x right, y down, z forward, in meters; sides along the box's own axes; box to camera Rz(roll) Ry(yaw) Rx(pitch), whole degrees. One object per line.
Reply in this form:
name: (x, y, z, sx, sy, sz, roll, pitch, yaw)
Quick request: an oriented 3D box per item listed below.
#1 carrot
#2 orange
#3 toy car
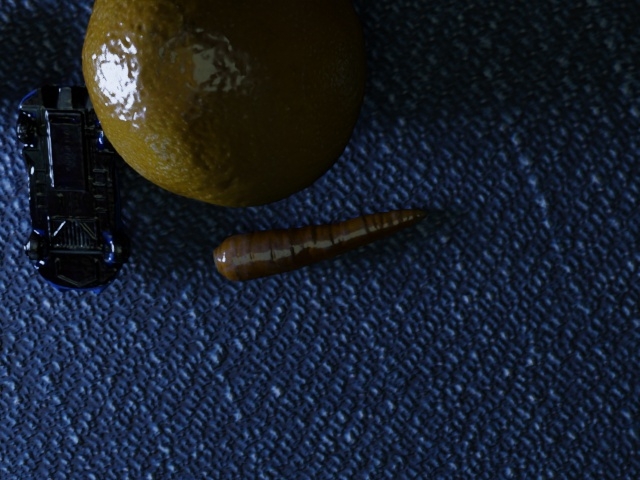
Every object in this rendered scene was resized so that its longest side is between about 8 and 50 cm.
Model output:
carrot: (0.000, 0.000, 1.884, 0.216, 0.048, 0.048, -12, 105, 8)
orange: (-0.083, -0.153, 1.748, 0.264, 0.264, 0.264, 3, 108, 8)
toy car: (-0.236, -0.052, 1.891, 0.103, 0.063, 0.216, 2, 114, 9)
